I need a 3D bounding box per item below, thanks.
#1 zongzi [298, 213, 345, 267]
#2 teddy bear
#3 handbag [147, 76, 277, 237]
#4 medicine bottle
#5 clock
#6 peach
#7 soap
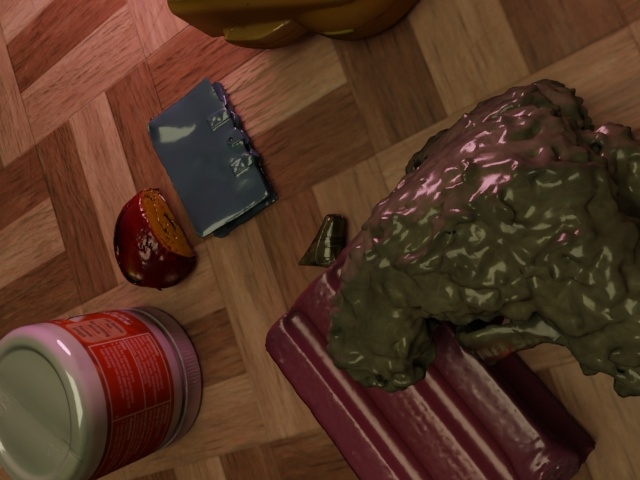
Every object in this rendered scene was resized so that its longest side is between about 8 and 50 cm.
[{"bbox_3d":[0.000,0.000,0.888,0.083,0.040,0.076,2,87,48],"label":"zongzi"},{"bbox_3d":[0.194,-0.033,0.616,0.357,0.367,0.224,-12,116,38],"label":"teddy bear"},{"bbox_3d":[-0.168,-0.126,0.970,0.144,0.057,0.221,-33,75,21],"label":"handbag"},{"bbox_3d":[-0.360,0.243,0.992,0.252,0.241,0.252,1,92,31],"label":"medicine bottle"},{"bbox_3d":[-0.019,-0.379,0.796,0.317,0.200,0.244,5,98,22],"label":"clock"},{"bbox_3d":[-0.282,-0.001,1.018,0.127,0.092,0.172,-12,89,34],"label":"peach"},{"bbox_3d":[0.119,0.183,0.768,0.233,0.128,0.359,-48,69,25],"label":"soap"}]
